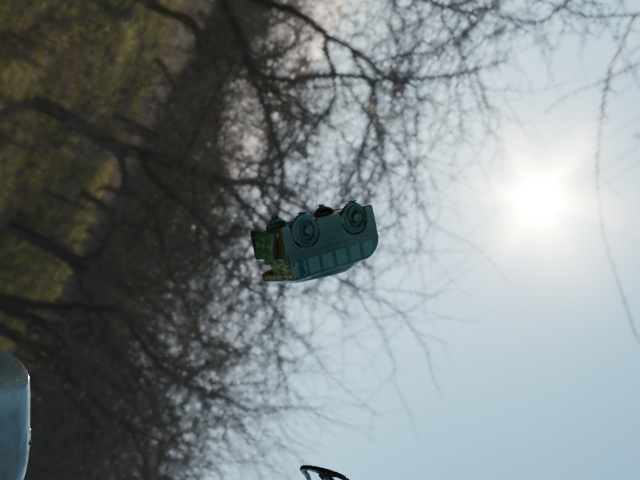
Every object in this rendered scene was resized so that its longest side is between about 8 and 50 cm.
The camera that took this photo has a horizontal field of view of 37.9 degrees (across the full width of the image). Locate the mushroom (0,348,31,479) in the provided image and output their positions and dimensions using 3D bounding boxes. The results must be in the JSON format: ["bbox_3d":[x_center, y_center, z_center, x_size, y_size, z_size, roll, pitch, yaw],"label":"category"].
[{"bbox_3d":[-0.637,0.399,1.802,0.177,0.126,0.396,30,-59,39],"label":"mushroom"}]

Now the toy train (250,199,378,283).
[{"bbox_3d":[0.000,0.000,2.090,0.129,0.326,0.159,-2,-79,48],"label":"toy train"}]

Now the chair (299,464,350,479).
[{"bbox_3d":[0.012,0.520,1.784,0.229,0.106,0.113,67,36,-58],"label":"chair"}]
